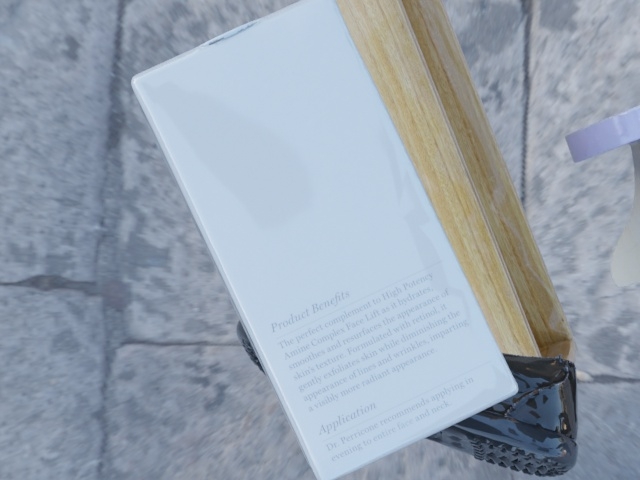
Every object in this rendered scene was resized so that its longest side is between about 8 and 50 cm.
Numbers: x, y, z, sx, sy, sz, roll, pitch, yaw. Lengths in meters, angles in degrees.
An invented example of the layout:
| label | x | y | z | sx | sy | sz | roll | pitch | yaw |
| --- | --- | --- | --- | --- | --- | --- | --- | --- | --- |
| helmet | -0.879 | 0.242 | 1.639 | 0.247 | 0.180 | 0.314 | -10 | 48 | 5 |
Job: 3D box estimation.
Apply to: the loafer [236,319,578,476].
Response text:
| label | x | y | z | sx | sy | sz | roll | pitch | yaw |
| --- | --- | --- | --- | --- | --- | --- | --- | --- | --- |
| loafer | 0.057 | 0.077 | 0.855 | 0.220 | 0.080 | 0.078 | 19 | 71 | 8 |

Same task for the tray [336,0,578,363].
| label | x | y | z | sx | sy | sz | roll | pitch | yaw |
| --- | --- | --- | --- | --- | --- | --- | --- | --- | --- |
| tray | 0.097 | -0.062 | 1.132 | 0.076 | 0.203 | 0.410 | -20 | 96 | 16 |

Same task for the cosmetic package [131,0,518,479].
| label | x | y | z | sx | sy | sz | roll | pitch | yaw |
| --- | --- | --- | --- | --- | --- | --- | --- | --- | --- |
| cosmetic package | 0.000 | 0.000 | 0.739 | 0.117 | 0.085 | 0.231 | -24 | 88 | -6 |

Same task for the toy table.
| label | x | y | z | sx | sy | sz | roll | pitch | yaw |
| --- | --- | --- | --- | --- | --- | --- | --- | --- | --- |
| toy table | 0.352 | -0.060 | 1.292 | 0.274 | 0.252 | 0.160 | -21 | 90 | -36 |
